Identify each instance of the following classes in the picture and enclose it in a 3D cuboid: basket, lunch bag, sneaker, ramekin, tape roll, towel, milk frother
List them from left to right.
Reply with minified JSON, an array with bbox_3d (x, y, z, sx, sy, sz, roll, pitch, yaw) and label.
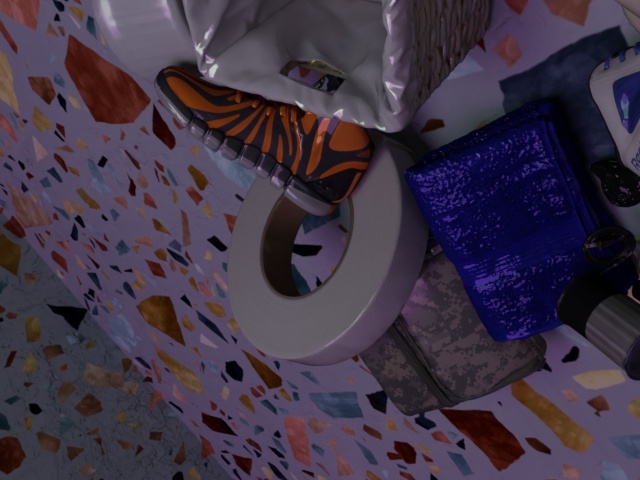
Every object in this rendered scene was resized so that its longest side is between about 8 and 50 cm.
[{"bbox_3d":[-0.184,-0.367,1.170,0.135,0.277,0.277,3,127,34],"label":"ramekin"},{"bbox_3d":[-0.062,-0.187,1.141,0.321,0.124,0.180,32,112,-20],"label":"sneaker"},{"bbox_3d":[0.000,0.000,1.270,0.072,0.392,0.392,21,163,-40],"label":"tape roll"},{"bbox_3d":[0.021,-0.354,0.972,0.328,0.266,0.331,21,136,31],"label":"basket"},{"bbox_3d":[0.191,0.107,1.305,0.256,0.212,0.305,-23,108,35],"label":"lunch bag"},{"bbox_3d":[0.278,-0.014,1.110,0.228,0.076,0.308,-27,108,14],"label":"towel"},{"bbox_3d":[0.381,0.073,1.018,0.143,0.129,0.135,57,173,-37],"label":"milk frother"},{"bbox_3d":[0.378,-0.194,0.863,0.182,0.128,0.315,-134,44,-53],"label":"sneaker"}]

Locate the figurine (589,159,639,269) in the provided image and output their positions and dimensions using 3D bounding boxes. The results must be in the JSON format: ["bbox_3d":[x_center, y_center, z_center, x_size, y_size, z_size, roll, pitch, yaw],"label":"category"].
[{"bbox_3d":[0.461,-0.020,1.012,0.209,0.092,0.215,-1,125,55],"label":"figurine"}]

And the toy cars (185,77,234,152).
[{"bbox_3d":[-0.220,-0.334,1.394,0.176,0.087,0.393,12,135,45],"label":"toy cars"}]

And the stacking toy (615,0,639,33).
[{"bbox_3d":[0.313,-0.425,0.607,0.351,0.350,0.480,40,115,9],"label":"stacking toy"}]
